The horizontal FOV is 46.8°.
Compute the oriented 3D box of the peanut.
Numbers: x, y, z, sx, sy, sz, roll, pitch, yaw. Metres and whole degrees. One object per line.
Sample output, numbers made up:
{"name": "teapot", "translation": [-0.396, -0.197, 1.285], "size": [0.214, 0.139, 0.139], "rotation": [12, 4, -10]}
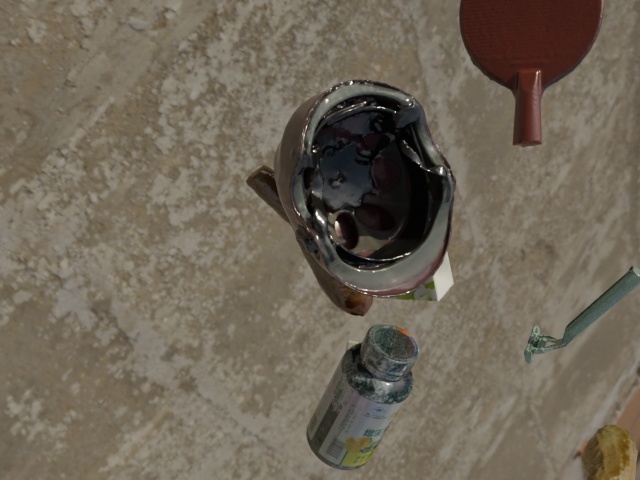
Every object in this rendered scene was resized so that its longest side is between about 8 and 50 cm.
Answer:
{"name": "peanut", "translation": [0.584, 0.462, 1.500], "size": [0.226, 0.108, 0.095], "rotation": [-49, 127, -55]}

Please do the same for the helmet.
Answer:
{"name": "helmet", "translation": [0.054, -0.086, 1.189], "size": [0.271, 0.197, 0.338], "rotation": [-28, 109, -19]}

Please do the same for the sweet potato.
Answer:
{"name": "sweet potato", "translation": [0.000, 0.000, 1.397], "size": [0.109, 0.109, 0.385], "rotation": [-45, 118, -21]}

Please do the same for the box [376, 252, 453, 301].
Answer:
{"name": "box", "translation": [0.223, 0.023, 1.949], "size": [0.111, 0.195, 0.260], "rotation": [-36, 117, -49]}

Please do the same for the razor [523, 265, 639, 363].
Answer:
{"name": "razor", "translation": [0.522, 0.149, 1.459], "size": [0.278, 0.056, 0.111], "rotation": [-43, 179, 33]}

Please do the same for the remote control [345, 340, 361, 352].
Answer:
{"name": "remote control", "translation": [0.085, 0.321, 1.637], "size": [0.029, 0.088, 0.189], "rotation": [41, 60, -79]}

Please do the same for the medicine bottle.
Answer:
{"name": "medicine bottle", "translation": [0.082, 0.290, 1.386], "size": [0.141, 0.141, 0.293], "rotation": [-18, 141, -45]}

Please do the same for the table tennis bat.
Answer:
{"name": "table tennis bat", "translation": [0.401, -0.388, 1.418], "size": [0.051, 0.268, 0.414], "rotation": [3, 87, -72]}
